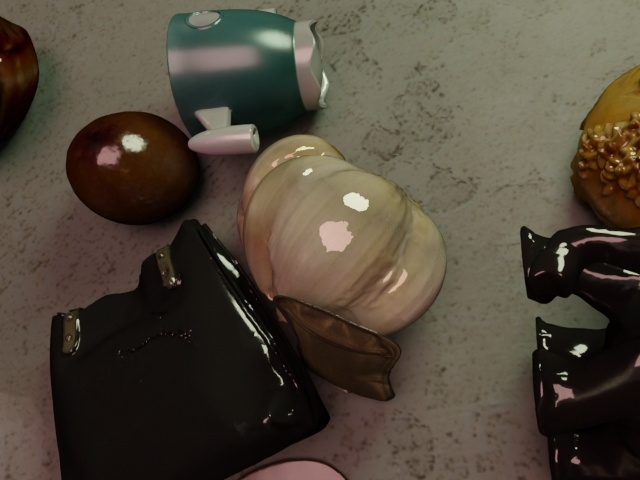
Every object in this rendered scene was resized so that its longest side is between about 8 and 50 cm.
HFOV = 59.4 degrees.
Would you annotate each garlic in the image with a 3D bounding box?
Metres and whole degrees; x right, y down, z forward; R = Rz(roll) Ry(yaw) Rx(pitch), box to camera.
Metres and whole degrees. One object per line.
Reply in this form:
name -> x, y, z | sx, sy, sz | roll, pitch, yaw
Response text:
garlic -> 0.000, 0.000, 0.628 | 0.281, 0.185, 0.203 | 37, 90, 19

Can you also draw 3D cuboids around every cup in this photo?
cup -> -0.082, -0.213, 0.711 | 0.173, 0.167, 0.299 | -5, 49, 10

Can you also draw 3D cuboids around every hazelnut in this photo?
hazelnut -> -0.517, -0.226, 0.796 | 0.230, 0.229, 0.229 | -3, 76, 13

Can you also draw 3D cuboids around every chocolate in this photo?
chocolate -> -0.246, -0.099, 0.724 | 0.177, 0.177, 0.176 | -3, 76, 13

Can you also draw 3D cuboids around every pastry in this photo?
pastry -> 0.426, -0.083, 0.562 | 0.311, 0.162, 0.255 | 26, 86, 19

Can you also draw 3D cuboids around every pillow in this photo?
pillow -> 0.021, 0.119, 0.581 | 0.130, 0.217, 0.033 | 19, 63, 18

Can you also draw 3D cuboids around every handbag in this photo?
handbag -> -0.187, 0.154, 0.657 | 0.342, 0.152, 0.287 | -32, 67, 15

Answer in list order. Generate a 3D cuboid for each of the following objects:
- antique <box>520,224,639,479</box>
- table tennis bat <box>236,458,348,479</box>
antique -> 0.316, 0.097, 0.483 | 0.255, 0.322, 0.185 | -6, 43, 26
table tennis bat -> -0.079, 0.350, 0.648 | 0.274, 0.021, 0.154 | -19, 73, 6
